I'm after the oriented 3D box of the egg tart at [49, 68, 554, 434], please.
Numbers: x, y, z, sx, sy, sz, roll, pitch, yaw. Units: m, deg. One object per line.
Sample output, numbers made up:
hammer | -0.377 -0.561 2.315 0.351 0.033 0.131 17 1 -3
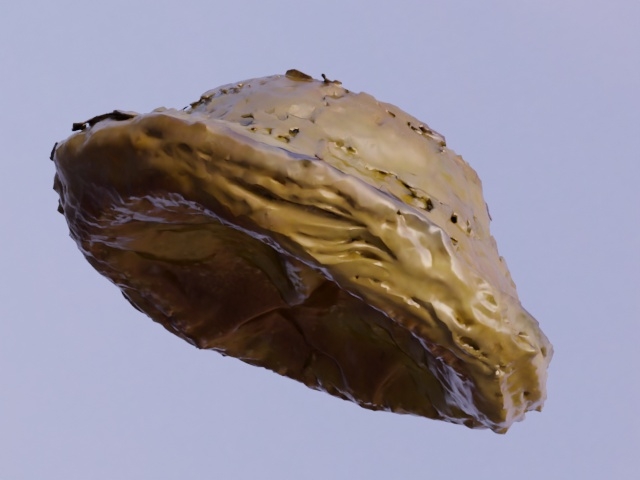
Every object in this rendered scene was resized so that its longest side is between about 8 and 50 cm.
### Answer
egg tart | -0.001 -0.001 1.029 0.341 0.132 0.341 22 -19 8
